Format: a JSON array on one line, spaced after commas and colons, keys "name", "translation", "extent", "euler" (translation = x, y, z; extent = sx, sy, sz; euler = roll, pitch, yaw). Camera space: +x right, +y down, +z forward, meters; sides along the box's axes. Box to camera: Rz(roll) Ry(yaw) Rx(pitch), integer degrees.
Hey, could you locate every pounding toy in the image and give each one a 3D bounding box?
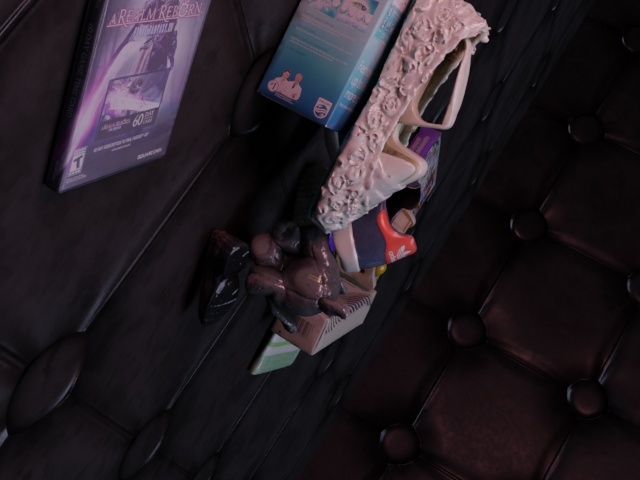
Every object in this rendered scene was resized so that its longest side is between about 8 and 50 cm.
[{"name": "pounding toy", "translation": [0.133, -0.038, 2.003], "extent": [0.155, 0.154, 0.270], "euler": [-53, 155, -43]}]

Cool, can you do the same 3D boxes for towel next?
[{"name": "towel", "translation": [-0.039, 0.150, 2.091], "extent": [0.325, 0.038, 0.248], "euler": [-61, 164, 7]}]

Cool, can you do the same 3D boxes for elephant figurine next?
[{"name": "elephant figurine", "translation": [-0.036, 0.066, 1.543], "extent": [0.239, 0.169, 0.186], "euler": [86, 4, -72]}]

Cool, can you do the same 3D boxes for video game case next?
[{"name": "video game case", "translation": [-0.193, -0.194, 0.978], "extent": [0.196, 0.026, 0.274], "euler": [-34, 150, -60]}]

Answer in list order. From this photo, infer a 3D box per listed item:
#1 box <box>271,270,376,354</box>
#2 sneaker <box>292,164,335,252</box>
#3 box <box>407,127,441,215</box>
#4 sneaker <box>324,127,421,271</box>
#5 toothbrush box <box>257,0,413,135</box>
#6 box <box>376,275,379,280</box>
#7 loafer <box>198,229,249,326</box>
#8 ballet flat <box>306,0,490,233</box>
[{"name": "box", "translation": [0.013, 0.151, 1.987], "extent": [0.275, 0.113, 0.094], "euler": [-24, 141, -64]}, {"name": "sneaker", "translation": [0.001, 0.000, 1.741], "extent": [0.146, 0.102, 0.294], "euler": [-2, 122, -52]}, {"name": "box", "translation": [0.235, -0.146, 2.395], "extent": [0.201, 0.057, 0.293], "euler": [-56, 165, -18]}, {"name": "sneaker", "translation": [0.090, -0.116, 1.530], "extent": [0.131, 0.148, 0.350], "euler": [66, 18, -67]}, {"name": "toothbrush box", "translation": [0.053, -0.313, 1.370], "extent": [0.296, 0.126, 0.216], "euler": [-64, 165, 7]}, {"name": "box", "translation": [0.088, 0.071, 2.229], "extent": [0.101, 0.102, 0.087], "euler": [-63, 163, 13]}, {"name": "loafer", "translation": [-0.164, 0.060, 1.459], "extent": [0.062, 0.061, 0.170], "euler": [-11, 132, -49]}, {"name": "ballet flat", "translation": [0.118, -0.170, 1.342], "extent": [0.409, 0.147, 0.147], "euler": [-64, 165, 13]}]
